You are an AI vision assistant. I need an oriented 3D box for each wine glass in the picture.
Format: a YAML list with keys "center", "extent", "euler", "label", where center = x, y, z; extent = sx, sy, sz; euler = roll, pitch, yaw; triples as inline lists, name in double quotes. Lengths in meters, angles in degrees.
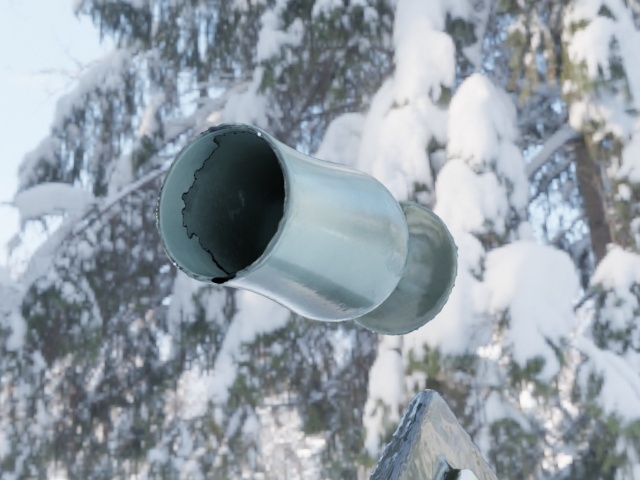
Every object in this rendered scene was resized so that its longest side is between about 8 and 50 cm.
- center: [0.000, 0.000, 0.590]
  extent: [0.103, 0.103, 0.231]
  euler: [-12, -15, 27]
  label: "wine glass"

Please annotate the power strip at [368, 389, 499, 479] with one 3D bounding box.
- center: [0.077, 0.268, 0.612]
  extent: [0.092, 0.251, 0.257]
  euler: [-18, 20, 36]
  label: "power strip"
